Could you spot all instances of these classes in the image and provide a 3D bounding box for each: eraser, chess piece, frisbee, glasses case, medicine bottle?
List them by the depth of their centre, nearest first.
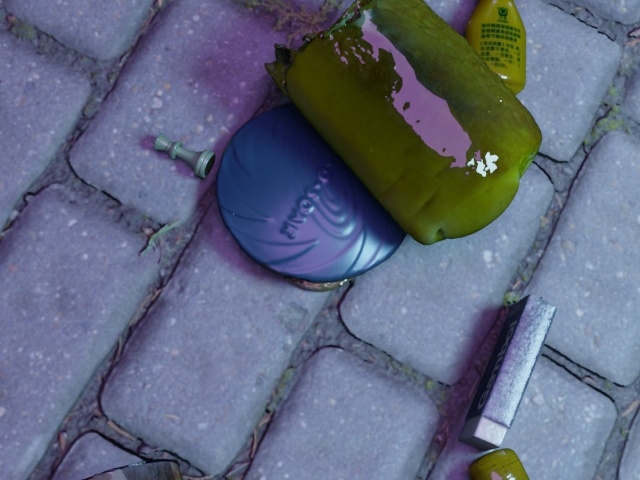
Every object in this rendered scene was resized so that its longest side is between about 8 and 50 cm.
[{"bbox_3d":[0.268,0.392,1.433,0.079,0.064,0.234,-20,80,-17],"label":"glasses case"},{"bbox_3d":[0.256,0.182,1.481,0.046,0.092,0.212,25,74,0],"label":"eraser"},{"bbox_3d":[-0.004,-0.079,1.533,0.290,0.049,0.289,3,66,-7],"label":"frisbee"},{"bbox_3d":[-0.200,-0.126,1.550,0.093,0.042,0.042,25,73,7],"label":"chess piece"},{"bbox_3d":[0.268,-0.345,1.648,0.095,0.064,0.260,6,74,-6],"label":"medicine bottle"}]

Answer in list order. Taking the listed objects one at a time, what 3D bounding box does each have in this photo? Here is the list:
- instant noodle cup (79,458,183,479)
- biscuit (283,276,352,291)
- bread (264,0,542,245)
[{"bbox_3d":[-0.227,0.391,1.314,0.218,0.217,0.207,-16,69,-10],"label":"instant noodle cup"},{"bbox_3d":[0.000,0.000,1.543,0.152,0.020,0.152,1,74,-5],"label":"biscuit"},{"bbox_3d":[0.132,-0.182,1.497,0.251,0.208,0.376,-35,82,-37],"label":"bread"}]
